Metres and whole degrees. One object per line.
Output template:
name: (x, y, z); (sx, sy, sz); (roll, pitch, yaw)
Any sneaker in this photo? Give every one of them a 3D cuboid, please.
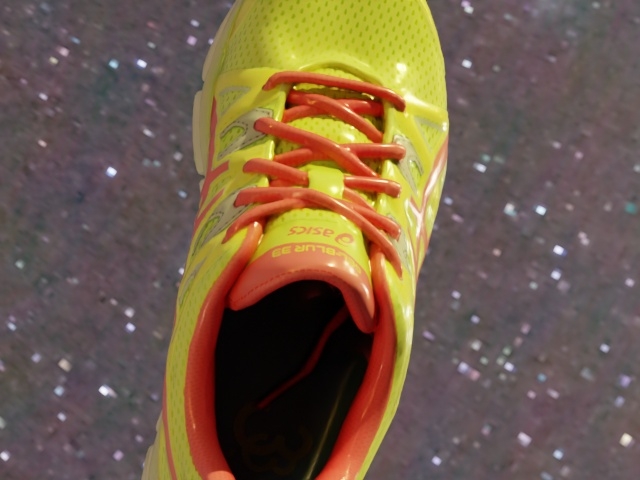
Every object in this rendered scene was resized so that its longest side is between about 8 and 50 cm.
sneaker: (0.000, 0.000, 0.441); (0.081, 0.094, 0.208); (9, -103, -6)
